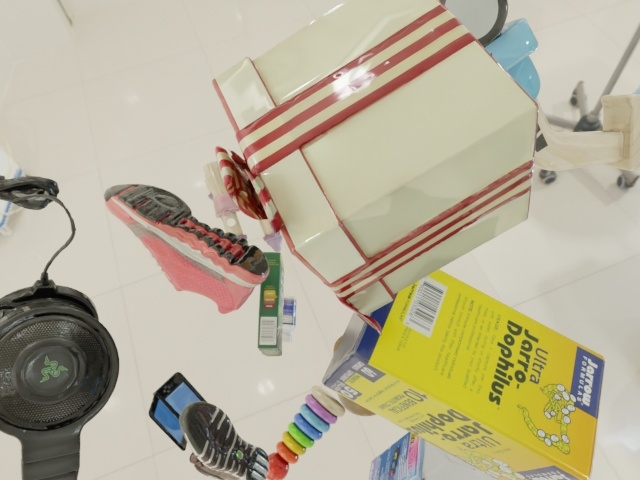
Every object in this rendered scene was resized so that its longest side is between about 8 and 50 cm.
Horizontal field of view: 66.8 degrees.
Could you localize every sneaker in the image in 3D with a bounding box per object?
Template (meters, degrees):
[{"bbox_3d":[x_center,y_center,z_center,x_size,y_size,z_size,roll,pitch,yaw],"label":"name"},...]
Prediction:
[{"bbox_3d":[-0.250,0.020,0.835,0.314,0.136,0.116,32,22,2],"label":"sneaker"},{"bbox_3d":[-0.249,0.454,1.055,0.163,0.281,0.106,-15,34,30],"label":"sneaker"}]

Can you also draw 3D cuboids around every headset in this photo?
[{"bbox_3d":[-0.339,0.125,0.544,0.185,0.243,0.394,1,97,-32],"label":"headset"}]

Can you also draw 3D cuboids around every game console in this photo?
[{"bbox_3d":[-0.354,0.431,1.233,0.124,0.144,0.085,-43,22,-25],"label":"game console"}]

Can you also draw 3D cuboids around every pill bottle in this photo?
[{"bbox_3d":[-0.157,0.326,2.013,0.112,0.112,0.186,0,75,4],"label":"pill bottle"}]

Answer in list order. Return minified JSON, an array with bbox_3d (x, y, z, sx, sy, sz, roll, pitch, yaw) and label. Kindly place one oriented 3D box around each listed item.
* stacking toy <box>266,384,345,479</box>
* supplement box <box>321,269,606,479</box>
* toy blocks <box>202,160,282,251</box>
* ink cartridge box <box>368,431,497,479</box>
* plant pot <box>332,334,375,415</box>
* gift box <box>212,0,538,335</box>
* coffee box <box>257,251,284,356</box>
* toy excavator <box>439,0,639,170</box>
[{"bbox_3d":[-0.067,0.651,1.608,0.141,0.141,0.330,36,82,23],"label":"stacking toy"},{"bbox_3d":[0.215,0.207,0.765,0.357,0.194,0.195,28,58,2],"label":"supplement box"},{"bbox_3d":[-0.141,-0.093,1.288,0.289,0.309,0.260,-22,93,-15],"label":"toy blocks"},{"bbox_3d":[0.285,0.627,1.217,0.270,0.395,0.151,22,48,-3],"label":"ink cartridge box"},{"bbox_3d":[0.135,0.436,1.677,0.237,0.254,0.237,-14,41,12],"label":"plant pot"},{"bbox_3d":[0.052,-0.071,0.501,0.258,0.255,0.276,-30,56,7],"label":"gift box"},{"bbox_3d":[-0.093,0.123,0.935,0.041,0.113,0.184,0,70,0],"label":"coffee box"},{"bbox_3d":[0.303,-0.227,0.832,0.433,0.445,0.222,-34,18,5],"label":"toy excavator"}]
